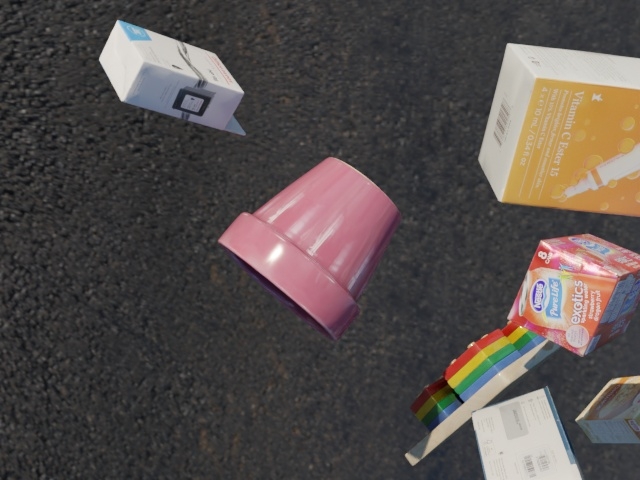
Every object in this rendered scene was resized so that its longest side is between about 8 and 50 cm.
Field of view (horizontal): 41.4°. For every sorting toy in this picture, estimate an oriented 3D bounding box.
[{"bbox_3d":[0.268,0.241,1.452,0.257,0.089,0.255,-18,153,-51],"label":"sorting toy"}]

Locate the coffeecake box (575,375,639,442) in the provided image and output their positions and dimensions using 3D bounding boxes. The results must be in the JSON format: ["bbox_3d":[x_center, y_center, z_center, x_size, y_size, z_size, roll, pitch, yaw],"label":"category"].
[{"bbox_3d":[0.644,0.349,1.756,0.142,0.185,0.068,-39,93,-24],"label":"coffeecake box"}]

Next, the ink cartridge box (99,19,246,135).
[{"bbox_3d":[-0.169,-0.198,1.049,0.180,0.104,0.060,11,122,-41],"label":"ink cartridge box"}]

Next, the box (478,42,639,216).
[{"bbox_3d":[0.458,-0.172,1.361,0.346,0.168,0.214,5,120,-7],"label":"box"}]

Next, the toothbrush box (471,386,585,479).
[{"bbox_3d":[0.331,0.398,1.207,0.126,0.216,0.295,-20,112,11],"label":"toothbrush box"}]

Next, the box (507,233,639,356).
[{"bbox_3d":[0.393,0.072,1.257,0.257,0.123,0.128,-5,119,-58],"label":"box"}]

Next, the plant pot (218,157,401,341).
[{"bbox_3d":[0.000,0.000,1.097,0.180,0.201,0.201,-49,124,-7],"label":"plant pot"}]
